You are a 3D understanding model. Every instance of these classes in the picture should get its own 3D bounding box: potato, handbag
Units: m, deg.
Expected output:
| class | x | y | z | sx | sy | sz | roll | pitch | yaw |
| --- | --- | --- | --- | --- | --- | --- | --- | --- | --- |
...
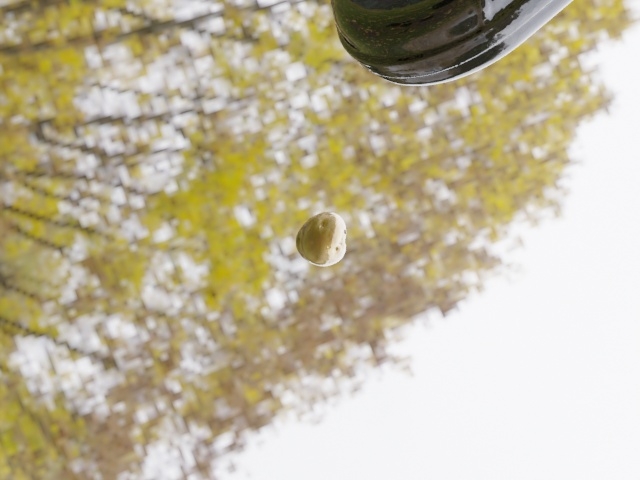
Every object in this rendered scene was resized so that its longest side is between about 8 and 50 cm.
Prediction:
| class | x | y | z | sx | sy | sz | roll | pitch | yaw |
| --- | --- | --- | --- | --- | --- | --- | --- | --- | --- |
| potato | 0.000 | 0.000 | 2.094 | 0.083 | 0.068 | 0.062 | -4 | -37 | 49 |
| handbag | 0.146 | -0.281 | 1.700 | 0.254 | 0.308 | 0.093 | 39 | -13 | 51 |
